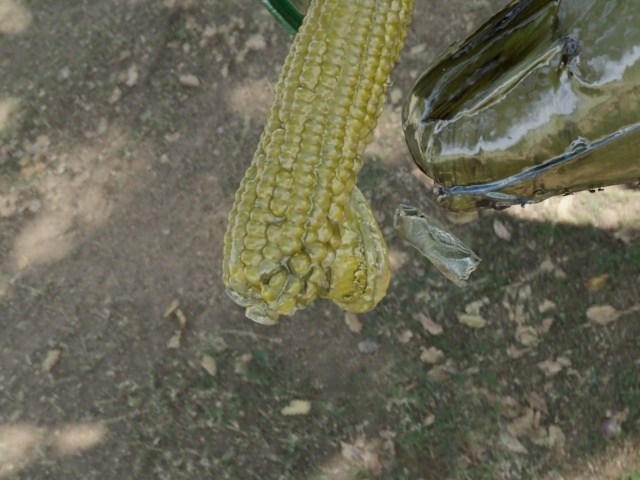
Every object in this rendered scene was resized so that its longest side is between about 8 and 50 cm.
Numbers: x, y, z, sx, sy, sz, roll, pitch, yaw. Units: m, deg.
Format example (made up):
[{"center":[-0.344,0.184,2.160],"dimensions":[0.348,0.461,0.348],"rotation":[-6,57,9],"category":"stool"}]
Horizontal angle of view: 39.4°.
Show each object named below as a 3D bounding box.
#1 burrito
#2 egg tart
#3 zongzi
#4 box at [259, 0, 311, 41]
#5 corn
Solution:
[{"center":[0.128,0.006,0.961],"dimensions":[0.041,0.055,0.149],"rotation":[-50,43,5],"category":"burrito"},{"center":[0.000,0.000,1.020],"dimensions":[0.074,0.191,0.191],"rotation":[-22,46,-26],"category":"egg tart"},{"center":[0.193,-0.181,0.631],"dimensions":[0.322,0.361,0.160],"rotation":[-13,47,12],"category":"zongzi"},{"center":[-0.092,-0.389,0.914],"dimensions":[0.105,0.264,0.337],"rotation":[-5,83,14],"category":"box"},{"center":[0.002,-0.081,0.631],"dimensions":[0.086,0.086,0.288],"rotation":[19,89,32],"category":"corn"}]
